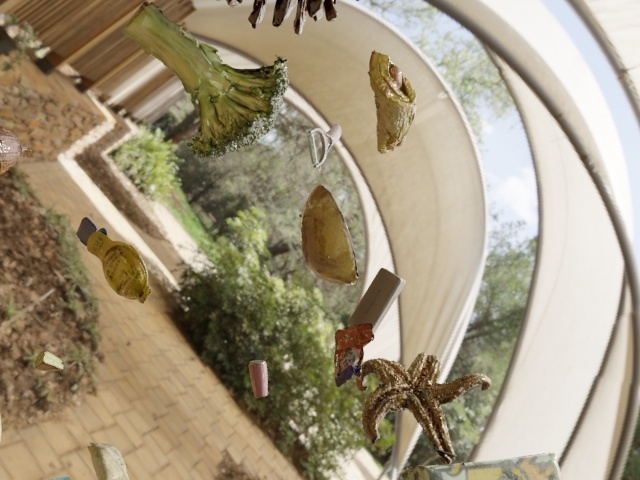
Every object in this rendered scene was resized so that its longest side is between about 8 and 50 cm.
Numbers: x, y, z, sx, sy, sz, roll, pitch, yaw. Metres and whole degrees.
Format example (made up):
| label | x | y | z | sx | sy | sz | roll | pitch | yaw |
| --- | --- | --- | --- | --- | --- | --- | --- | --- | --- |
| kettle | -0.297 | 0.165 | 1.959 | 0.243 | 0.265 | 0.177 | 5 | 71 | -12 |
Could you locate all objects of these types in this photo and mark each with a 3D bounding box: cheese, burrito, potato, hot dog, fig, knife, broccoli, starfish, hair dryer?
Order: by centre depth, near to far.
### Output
| label | x | y | z | sx | sy | sz | roll | pitch | yaw |
| --- | --- | --- | --- | --- | --- | --- | --- | --- | --- |
| hot dog | 0.110 | -0.200 | 0.859 | 0.061 | 0.078 | 0.169 | 6 | -43 | 19 |
| broccoli | -0.260 | -0.330 | 1.243 | 0.361 | 0.252 | 0.221 | 24 | 36 | -7 |
| starfish | 0.223 | 0.349 | 1.299 | 0.303 | 0.311 | 0.113 | -115 | -158 | -57 |
| cheese | -0.494 | 0.046 | 1.410 | 0.250 | 0.157 | 0.064 | 45 | 34 | 6 |
| burrito | -0.500 | 0.590 | 1.416 | 0.082 | 0.059 | 0.275 | 18 | 19 | -39 |
| fig | -0.808 | -0.233 | 1.509 | 0.201 | 0.133 | 0.146 | 1 | 57 | -59 |
| potato | 0.000 | 0.000 | 1.605 | 0.239 | 0.115 | 0.299 | -127 | -159 | -60 |
| knife | 0.027 | -0.304 | 1.789 | 0.278 | 0.053 | 0.124 | -53 | 142 | -61 |
| hair dryer | -0.193 | 0.413 | 1.808 | 0.154 | 0.053 | 0.106 | -177 | -99 | -80 |

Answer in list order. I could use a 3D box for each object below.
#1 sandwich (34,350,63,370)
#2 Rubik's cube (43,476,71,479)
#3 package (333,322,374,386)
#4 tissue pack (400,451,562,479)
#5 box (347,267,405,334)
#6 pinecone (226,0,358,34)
| label | x | y | z | sx | sy | sz | roll | pitch | yaw |
| --- | --- | --- | --- | --- | --- | --- | --- | --- | --- |
| sandwich | -0.578 | 0.256 | 1.233 | 0.083 | 0.043 | 0.031 | 83 | -2 | -62 |
| Rubik's cube | -0.632 | 0.688 | 1.282 | 0.224 | 0.221 | 0.231 | 43 | -3 | 19 |
| package | 0.054 | 0.191 | 0.987 | 0.033 | 0.077 | 0.111 | 33 | 41 | -23 |
| tissue pack | 0.323 | 0.529 | 1.100 | 0.128 | 0.310 | 0.228 | 132 | -44 | -56 |
| box | 0.200 | 0.222 | 2.101 | 0.103 | 0.244 | 0.055 | 32 | 1 | 32 |
| pinecone | -0.060 | -0.553 | 1.028 | 0.398 | 0.397 | 0.398 | 51 | -4 | 6 |
